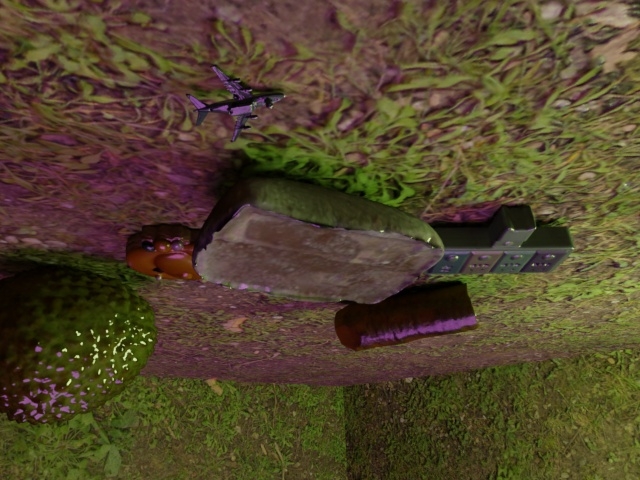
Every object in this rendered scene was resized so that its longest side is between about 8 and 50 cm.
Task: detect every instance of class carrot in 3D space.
[{"bbox_3d":[0.180,0.164,1.081,0.302,0.114,0.114,-14,156,21],"label":"carrot"}]

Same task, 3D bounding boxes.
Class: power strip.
[{"bbox_3d":[0.264,-0.003,0.744,0.216,0.061,0.145,-1,152,-5],"label":"power strip"}]

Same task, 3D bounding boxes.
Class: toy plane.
[{"bbox_3d":[-0.073,-0.118,0.440,0.085,0.024,0.077,-3,140,3],"label":"toy plane"}]

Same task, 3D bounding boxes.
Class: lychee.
[{"bbox_3d":[-0.437,0.167,0.834,0.270,0.269,0.320,-26,-178,46],"label":"lychee"}]

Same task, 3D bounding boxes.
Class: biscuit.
[{"bbox_3d":[-0.211,0.028,0.767,0.170,0.050,0.170,-3,159,-1],"label":"biscuit"}]

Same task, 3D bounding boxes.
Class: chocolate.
[{"bbox_3d":[0.000,0.000,0.628,0.303,0.100,0.185,13,141,-27],"label":"chocolate"}]
